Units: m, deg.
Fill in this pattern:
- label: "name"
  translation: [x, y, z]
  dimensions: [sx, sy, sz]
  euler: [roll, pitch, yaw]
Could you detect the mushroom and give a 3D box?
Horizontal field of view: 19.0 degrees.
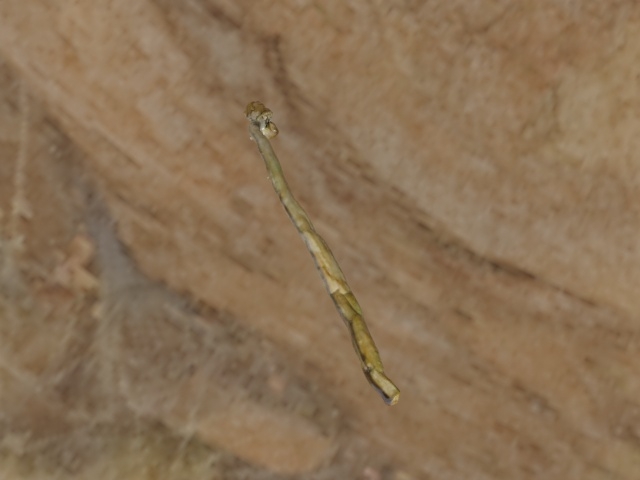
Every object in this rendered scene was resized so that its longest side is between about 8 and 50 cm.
- label: "mushroom"
  translation: [-0.006, 0.000, 1.172]
  dimensions: [0.028, 0.286, 0.026]
  euler: [5, 126, -24]
